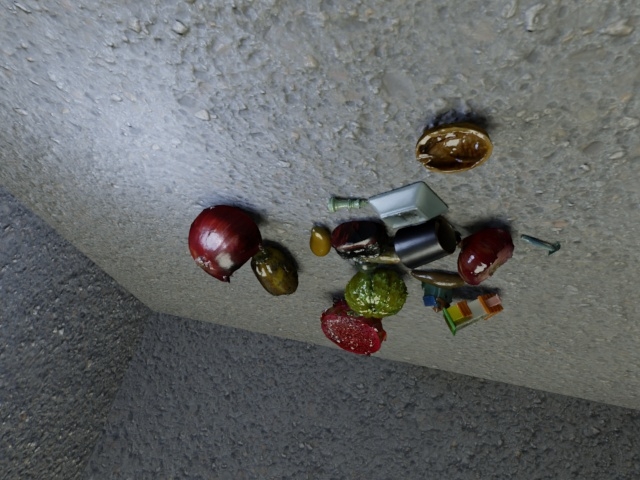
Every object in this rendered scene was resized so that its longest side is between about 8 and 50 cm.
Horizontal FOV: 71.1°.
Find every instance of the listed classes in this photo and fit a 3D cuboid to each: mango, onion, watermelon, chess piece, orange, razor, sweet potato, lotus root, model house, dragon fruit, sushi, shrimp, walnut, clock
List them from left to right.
[{"bbox_3d":[-0.415,-0.004,1.937,0.340,0.342,0.341,12,152,6],"label":"onion"},{"bbox_3d":[-0.224,0.167,2.268,0.195,0.179,0.398,6,150,22],"label":"lotus root"},{"bbox_3d":[0.000,0.000,1.956,0.102,0.085,0.184,13,143,12],"label":"mango"},{"bbox_3d":[0.106,-0.137,1.684,0.149,0.059,0.059,-2,149,16],"label":"chess piece"},{"bbox_3d":[0.204,0.462,2.546,0.386,0.249,0.371,-20,121,42],"label":"dragon fruit"},{"bbox_3d":[0.160,-0.003,1.815,0.225,0.136,0.126,-10,147,27],"label":"sushi"},{"bbox_3d":[0.215,0.094,2.009,0.133,0.105,0.105,-12,172,-38],"label":"watermelon"},{"bbox_3d":[0.259,0.236,2.117,0.299,0.224,0.301,5,150,-4],"label":"orange"},{"bbox_3d":[0.279,0.059,1.885,0.316,0.077,0.168,2,-178,19],"label":"shrimp"},{"bbox_3d":[0.552,0.284,2.132,0.148,0.149,0.119,33,149,-27],"label":"model house"},{"bbox_3d":[0.527,0.179,2.029,0.243,0.077,0.077,4,151,18],"label":"sweet potato"},{"bbox_3d":[0.375,-0.271,1.254,0.211,0.087,0.167,-4,140,28],"label":"walnut"},{"bbox_3d":[0.710,0.331,2.090,0.255,0.106,0.220,-26,156,5],"label":"clock"},{"bbox_3d":[0.597,0.053,1.633,0.247,0.162,0.248,-20,155,-10],"label":"onion"},{"bbox_3d":[0.792,0.012,1.632,0.134,0.040,0.068,21,152,-1],"label":"razor"}]

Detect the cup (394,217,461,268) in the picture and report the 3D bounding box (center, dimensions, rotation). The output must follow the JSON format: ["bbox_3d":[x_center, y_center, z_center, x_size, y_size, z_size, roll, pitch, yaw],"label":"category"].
[{"bbox_3d":[0.419,-0.006,1.713,0.176,0.239,0.166,-24,92,43],"label":"cup"}]

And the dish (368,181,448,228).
[{"bbox_3d":[0.308,-0.104,1.610,0.243,0.080,0.181,-16,140,43],"label":"dish"}]
